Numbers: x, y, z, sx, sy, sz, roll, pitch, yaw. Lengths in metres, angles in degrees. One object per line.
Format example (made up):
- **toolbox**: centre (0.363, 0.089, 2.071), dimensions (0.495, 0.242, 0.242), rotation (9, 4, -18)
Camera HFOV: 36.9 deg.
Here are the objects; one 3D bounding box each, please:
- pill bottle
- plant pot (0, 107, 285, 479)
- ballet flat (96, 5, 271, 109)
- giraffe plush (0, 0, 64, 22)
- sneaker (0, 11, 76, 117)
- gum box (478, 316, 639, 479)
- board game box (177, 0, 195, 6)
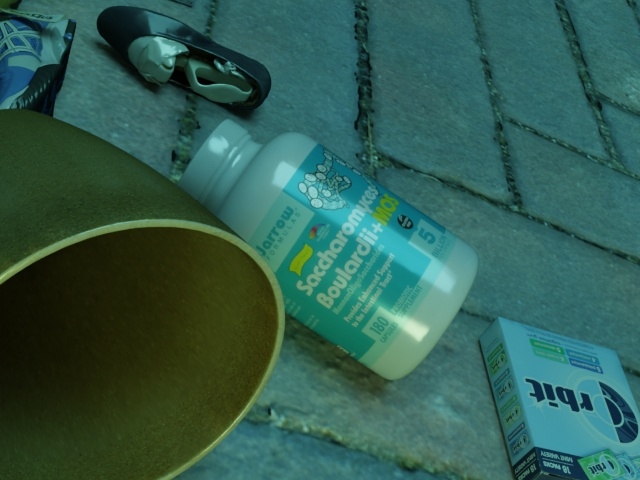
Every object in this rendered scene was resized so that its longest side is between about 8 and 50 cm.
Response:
- **pill bottle**: centre (0.000, 0.000, 0.872), dimensions (0.264, 0.146, 0.146), rotation (33, 37, 0)
- **plant pot**: centre (-0.186, 0.016, 0.674), dimensions (0.237, 0.237, 0.254), rotation (1, 34, -36)
- **ballet flat**: centre (-0.145, -0.193, 1.040), dimensions (0.203, 0.074, 0.074), rotation (20, 39, -22)
- **giraffe plush**: centre (-0.342, -0.289, 0.861), dimensions (0.210, 0.170, 0.181), rotation (1, 30, -5)
- **sneaker**: centre (-0.284, -0.150, 0.892), dimensions (0.081, 0.080, 0.211), rotation (14, 31, -15)
- **gum box**: centre (0.249, 0.174, 0.952), dimensions (0.157, 0.041, 0.184), rotation (17, 39, -22)
- **board game box**: centre (-0.200, -0.337, 1.196), dimensions (0.090, 0.020, 0.090), rotation (14, 41, -26)
